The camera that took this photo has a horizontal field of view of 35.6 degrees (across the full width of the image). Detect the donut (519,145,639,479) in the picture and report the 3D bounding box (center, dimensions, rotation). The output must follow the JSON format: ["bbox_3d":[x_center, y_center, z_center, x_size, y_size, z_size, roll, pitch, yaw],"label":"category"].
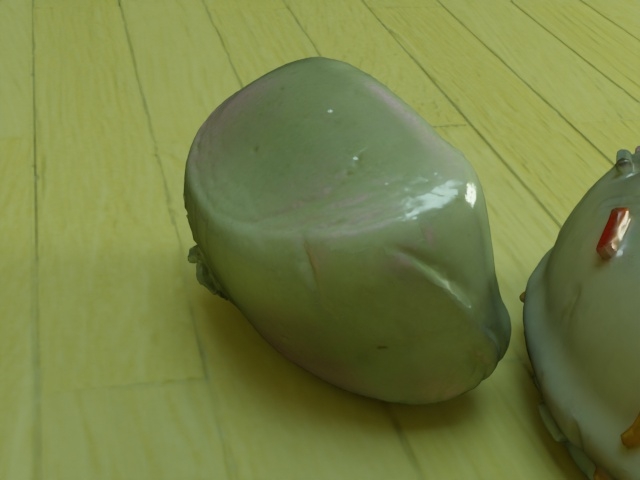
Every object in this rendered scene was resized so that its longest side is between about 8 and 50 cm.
[{"bbox_3d":[0.307,0.052,0.567,0.383,0.142,0.382,3,32,-2],"label":"donut"}]

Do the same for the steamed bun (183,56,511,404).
[{"bbox_3d":[0.000,0.000,0.603,0.153,0.170,0.238,-28,36,-8],"label":"steamed bun"}]
